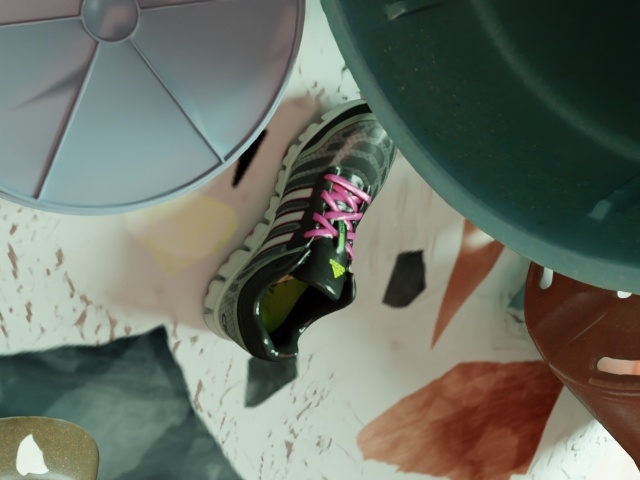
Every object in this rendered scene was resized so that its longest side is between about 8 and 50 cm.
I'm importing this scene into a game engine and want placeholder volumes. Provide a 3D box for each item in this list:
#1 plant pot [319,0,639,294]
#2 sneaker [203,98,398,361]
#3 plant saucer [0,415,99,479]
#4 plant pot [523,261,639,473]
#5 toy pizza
[{"bbox_3d":[0.215,-0.192,0.341,0.334,0.341,0.341,-23,124,-29],"label":"plant pot"},{"bbox_3d":[0.000,0.000,0.450,0.063,0.075,0.170,31,96,-38],"label":"sneaker"},{"bbox_3d":[-0.192,0.156,0.408,0.168,0.029,0.168,-26,148,-18],"label":"plant saucer"},{"bbox_3d":[0.304,0.079,0.573,0.265,0.272,0.272,39,91,-30],"label":"plant pot"},{"bbox_3d":[-0.101,-0.107,0.362,0.201,0.032,0.201,-13,120,-24],"label":"toy pizza"}]
